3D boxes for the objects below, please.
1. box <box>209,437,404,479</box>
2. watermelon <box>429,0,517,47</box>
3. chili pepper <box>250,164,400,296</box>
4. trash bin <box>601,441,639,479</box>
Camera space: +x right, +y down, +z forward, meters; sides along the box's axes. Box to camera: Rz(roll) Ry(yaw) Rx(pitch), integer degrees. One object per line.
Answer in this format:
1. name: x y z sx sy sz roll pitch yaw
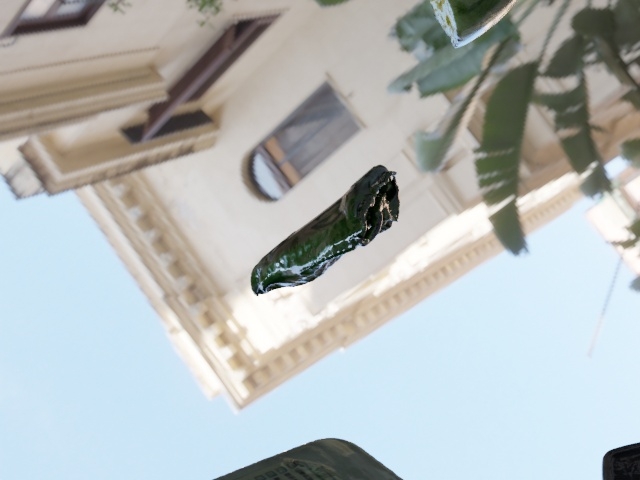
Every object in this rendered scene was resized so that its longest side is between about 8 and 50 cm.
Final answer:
1. box: -0.003 0.405 1.214 0.396 0.111 0.396 -13 -149 -37
2. watermelon: 0.221 -0.449 1.482 0.331 0.189 0.330 -13 -90 -79
3. chili pepper: 0.002 0.002 1.095 0.062 0.216 0.108 53 -149 2
4. trash bin: 0.522 0.429 1.510 0.182 0.209 0.290 -79 -28 -47
